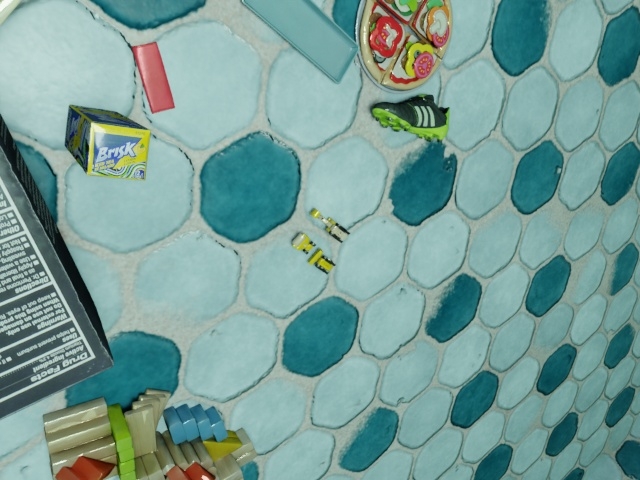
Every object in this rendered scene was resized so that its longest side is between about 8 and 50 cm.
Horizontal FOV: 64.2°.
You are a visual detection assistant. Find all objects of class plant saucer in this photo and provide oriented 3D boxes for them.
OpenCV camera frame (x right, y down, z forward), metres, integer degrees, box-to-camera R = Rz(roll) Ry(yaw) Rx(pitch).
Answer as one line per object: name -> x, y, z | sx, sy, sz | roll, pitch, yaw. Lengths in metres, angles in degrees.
plant saucer -> -0.024, -0.304, 0.723 | 0.192, 0.018, 0.067 | 29, 92, -39

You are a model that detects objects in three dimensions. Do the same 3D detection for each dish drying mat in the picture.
dish drying mat -> -0.211, -0.206, 0.646 | 0.032, 0.008, 0.083 | -23, 121, -23

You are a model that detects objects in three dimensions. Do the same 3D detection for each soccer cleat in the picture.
soccer cleat -> 0.155, -0.216, 0.860 | 0.179, 0.060, 0.072 | 6, 97, -42

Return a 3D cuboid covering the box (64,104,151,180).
box -> -0.239, -0.112, 0.564 | 0.059, 0.169, 0.054 | 2, 108, -34

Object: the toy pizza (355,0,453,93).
toy pizza -> 0.143, -0.336, 0.811 | 0.201, 0.032, 0.201 | -13, 116, -29

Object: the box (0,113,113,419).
box -> -0.416, 0.042, 0.502 | 0.296, 0.183, 0.293 | -24, 120, -22

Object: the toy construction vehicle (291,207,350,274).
toy construction vehicle -> 0.000, 0.000, 0.862 | 0.098, 0.035, 0.086 | 34, 100, -36

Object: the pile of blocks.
pile of blocks -> -0.234, 0.327, 0.789 | 0.362, 0.113, 0.148 | 17, 99, -38

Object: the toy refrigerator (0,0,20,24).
toy refrigerator -> -0.289, -0.325, 0.489 | 0.269, 0.094, 0.102 | -53, 128, -5
